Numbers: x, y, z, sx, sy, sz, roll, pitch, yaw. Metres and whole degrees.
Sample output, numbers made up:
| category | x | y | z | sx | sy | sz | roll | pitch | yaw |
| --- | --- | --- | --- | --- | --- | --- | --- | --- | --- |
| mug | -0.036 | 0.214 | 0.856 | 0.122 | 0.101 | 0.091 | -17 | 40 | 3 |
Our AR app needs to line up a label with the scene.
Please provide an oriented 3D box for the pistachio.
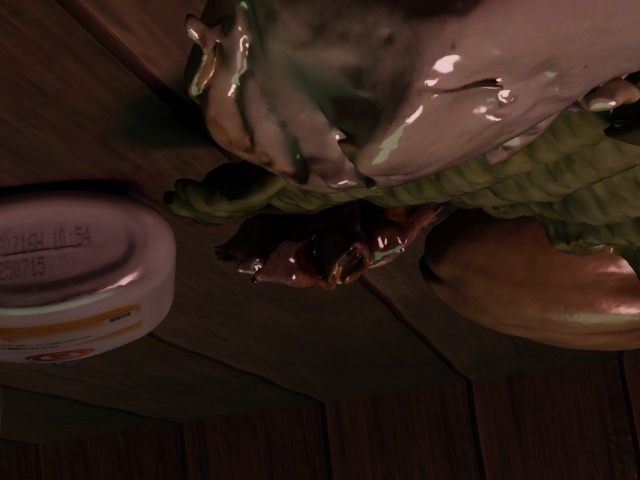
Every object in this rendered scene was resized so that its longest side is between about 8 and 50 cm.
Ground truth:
| category | x | y | z | sx | sy | sz | roll | pitch | yaw |
| --- | --- | --- | --- | --- | --- | --- | --- | --- | --- |
| pistachio | 0.152 | 0.008 | 1.123 | 0.185 | 0.126 | 0.108 | -3 | 128 | -5 |

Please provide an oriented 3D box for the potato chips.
| category | x | y | z | sx | sy | sz | roll | pitch | yaw |
| --- | --- | --- | --- | --- | --- | --- | --- | --- | --- |
| potato chips | 0.153 | -0.041 | 0.831 | 0.373 | 0.097 | 0.389 | 9 | 163 | -41 |

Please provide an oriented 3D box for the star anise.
| category | x | y | z | sx | sy | sz | roll | pitch | yaw |
| --- | --- | --- | --- | --- | --- | --- | --- | --- | --- |
| star anise | -0.007 | 0.001 | 1.066 | 0.129 | 0.056 | 0.124 | -10 | -169 | 34 |

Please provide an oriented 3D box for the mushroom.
| category | x | y | z | sx | sy | sz | roll | pitch | yaw |
| --- | --- | --- | --- | --- | --- | --- | --- | --- | --- |
| mushroom | 0.093 | -0.080 | 0.583 | 0.278 | 0.099 | 0.096 | -12 | -176 | -2 |

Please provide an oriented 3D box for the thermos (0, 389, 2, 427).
| category | x | y | z | sx | sy | sz | roll | pitch | yaw |
| --- | --- | --- | --- | --- | --- | --- | --- | --- | --- |
| thermos | -0.346 | 0.101 | 1.193 | 0.286 | 0.145 | 0.182 | -10 | -156 | 25 |

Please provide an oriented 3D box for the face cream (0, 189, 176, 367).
| category | x | y | z | sx | sy | sz | roll | pitch | yaw |
| --- | --- | --- | --- | --- | --- | --- | --- | --- | --- |
| face cream | -0.155 | 0.031 | 1.082 | 0.144 | 0.071 | 0.291 | -6 | 171 | -7 |
